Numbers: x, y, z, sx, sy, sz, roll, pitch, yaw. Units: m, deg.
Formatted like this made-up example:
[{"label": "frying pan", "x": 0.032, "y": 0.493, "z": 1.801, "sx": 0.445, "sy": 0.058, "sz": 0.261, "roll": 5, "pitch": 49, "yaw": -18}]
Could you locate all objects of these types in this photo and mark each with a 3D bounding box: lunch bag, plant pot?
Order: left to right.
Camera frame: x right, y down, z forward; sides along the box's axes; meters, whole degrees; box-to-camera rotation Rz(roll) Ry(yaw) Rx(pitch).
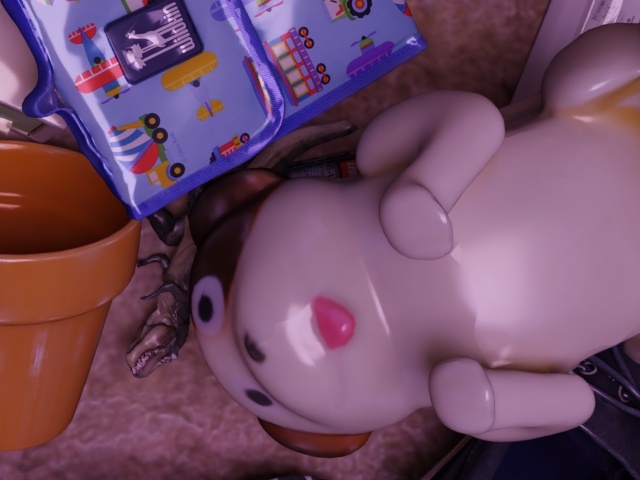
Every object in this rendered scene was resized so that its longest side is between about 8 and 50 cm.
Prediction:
[{"label": "plant pot", "x": -0.243, "y": 0.049, "z": 1.356, "sx": 0.205, "sy": 0.205, "sz": 0.188, "roll": 1, "pitch": 116, "yaw": -13}, {"label": "lunch bag", "x": -0.102, "y": -0.168, "z": 1.313, "sx": 0.293, "sy": 0.138, "sz": 0.221, "roll": -35, "pitch": 108, "yaw": -28}]

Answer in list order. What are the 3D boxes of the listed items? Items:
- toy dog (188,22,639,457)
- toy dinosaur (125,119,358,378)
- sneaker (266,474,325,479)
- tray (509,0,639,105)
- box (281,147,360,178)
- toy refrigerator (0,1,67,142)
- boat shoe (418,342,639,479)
[{"label": "toy dog", "x": 0.100, "y": -0.001, "z": 1.319, "sx": 0.408, "sy": 0.395, "sz": 0.284, "roll": -20, "pitch": 109, "yaw": 0}, {"label": "toy dinosaur", "x": -0.099, "y": -0.019, "z": 1.424, "sx": 0.118, "sy": 0.064, "sz": 0.268, "roll": 33, "pitch": 104, "yaw": -21}, {"label": "sneaker", "x": -0.093, "y": 0.262, "z": 1.476, "sx": 0.300, "sy": 0.121, "sz": 0.111, "roll": 0, "pitch": 73, "yaw": -30}, {"label": "tray", "x": 0.263, "y": -0.184, "z": 1.498, "sx": 0.145, "sy": 0.030, "sz": 0.270, "roll": 19, "pitch": 97, "yaw": -15}, {"label": "box", "x": 0.000, "y": 0.000, "z": 1.477, "sx": 0.094, "sy": 0.027, "sz": 0.137, "roll": -13, "pitch": 104, "yaw": -10}, {"label": "toy refrigerator", "x": -0.307, "y": -0.164, "z": 1.324, "sx": 0.270, "sy": 0.102, "sz": 0.094, "roll": 23, "pitch": 80, "yaw": -17}, {"label": "boat shoe", "x": 0.227, "y": 0.150, "z": 1.472, "sx": 0.187, "sy": 0.156, "sz": 0.500, "roll": 46, "pitch": 76, "yaw": -18}]
